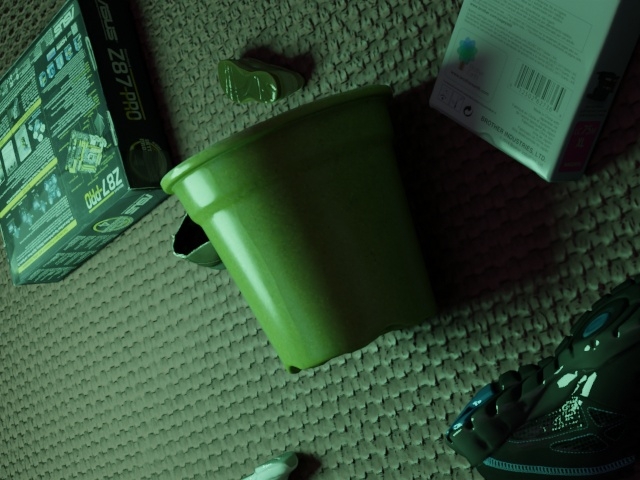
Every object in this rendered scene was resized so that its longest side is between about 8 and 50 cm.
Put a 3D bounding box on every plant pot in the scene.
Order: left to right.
[{"bbox_3d":[0.000,0.000,1.408,0.276,0.276,0.253,-27,86,48],"label":"plant pot"}]

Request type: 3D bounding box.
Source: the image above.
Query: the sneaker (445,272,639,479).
[{"bbox_3d":[0.275,0.142,1.207,0.139,0.125,0.341,47,130,1],"label":"sneaker"}]

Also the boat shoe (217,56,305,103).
[{"bbox_3d":[-0.080,-0.205,1.626,0.153,0.048,0.056,15,117,55],"label":"boat shoe"}]

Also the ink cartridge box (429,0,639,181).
[{"bbox_3d":[0.228,-0.234,1.240,0.186,0.065,0.311,40,125,40],"label":"ink cartridge box"}]

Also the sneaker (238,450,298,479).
[{"bbox_3d":[-0.064,0.319,1.654,0.061,0.054,0.152,61,141,13],"label":"sneaker"}]

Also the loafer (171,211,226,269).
[{"bbox_3d":[-0.116,-0.048,1.642,0.094,0.087,0.251,57,132,29],"label":"loafer"}]

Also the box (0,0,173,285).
[{"bbox_3d":[-0.388,-0.145,1.949,0.395,0.097,0.318,-33,67,46],"label":"box"}]
